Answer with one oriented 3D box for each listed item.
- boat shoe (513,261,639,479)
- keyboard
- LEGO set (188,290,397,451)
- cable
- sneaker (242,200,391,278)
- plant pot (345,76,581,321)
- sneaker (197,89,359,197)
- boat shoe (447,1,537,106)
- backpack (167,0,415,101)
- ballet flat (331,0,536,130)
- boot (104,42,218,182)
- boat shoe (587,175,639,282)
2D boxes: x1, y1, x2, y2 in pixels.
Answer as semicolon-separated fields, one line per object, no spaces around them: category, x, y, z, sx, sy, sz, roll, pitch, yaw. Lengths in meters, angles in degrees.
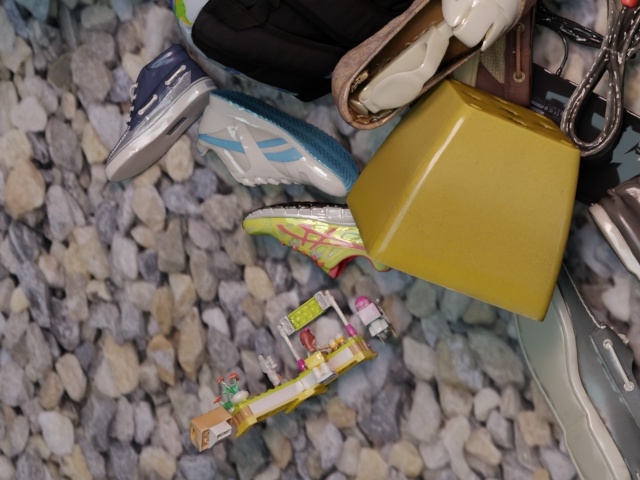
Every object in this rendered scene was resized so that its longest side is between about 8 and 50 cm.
boat shoe;0.317;0.151;1.742;0.099;0.116;0.319;-16;79;-22
keyboard;0.271;-0.175;1.750;0.317;0.033;0.201;29;105;15
LEGO set;-0.049;0.149;1.842;0.287;0.132;0.107;-31;77;-2
cable;0.340;-0.235;1.669;0.139;0.072;0.287;36;88;16
sneaker;0.000;0.000;1.840;0.208;0.081;0.094;4;98;20
plant pot;0.172;-0.061;1.658;0.212;0.212;0.187;21;106;-13
sneaker;-0.052;-0.104;1.855;0.229;0.087;0.092;30;111;23
boat shoe;0.235;-0.313;1.670;0.123;0.123;0.342;16;109;10
backpack;-0.041;-0.305;1.668;0.290;0.355;0.273;-34;83;27
ballet flat;0.137;-0.222;1.611;0.107;0.106;0.316;39;120;-19
boot;-0.222;-0.164;1.924;0.190;0.069;0.086;-41;73;11
boat shoe;0.428;0.074;1.664;0.095;0.112;0.335;-34;87;8
